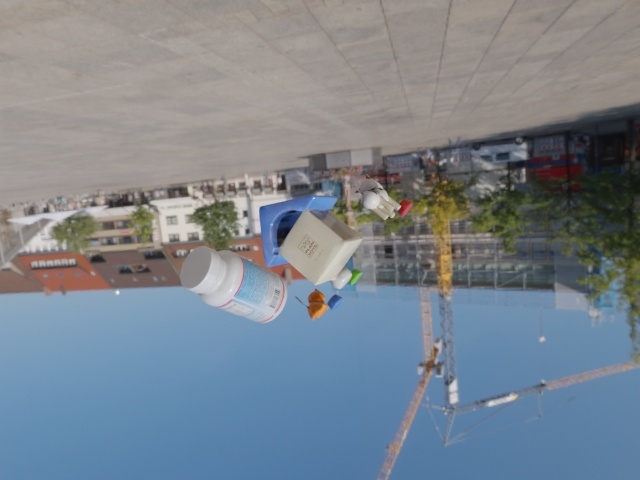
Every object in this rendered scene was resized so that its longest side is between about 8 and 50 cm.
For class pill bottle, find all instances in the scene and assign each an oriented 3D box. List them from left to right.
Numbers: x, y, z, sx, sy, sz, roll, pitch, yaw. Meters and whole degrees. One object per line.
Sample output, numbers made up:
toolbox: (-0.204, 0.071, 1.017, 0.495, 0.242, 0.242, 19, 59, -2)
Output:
pill bottle: (-0.131, 0.068, 0.705, 0.087, 0.087, 0.160, 0, 157, 38)

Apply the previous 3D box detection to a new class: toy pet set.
toy pet set: (0.000, 0.000, 0.360, 0.065, 0.122, 0.114, 40, -161, 17)
